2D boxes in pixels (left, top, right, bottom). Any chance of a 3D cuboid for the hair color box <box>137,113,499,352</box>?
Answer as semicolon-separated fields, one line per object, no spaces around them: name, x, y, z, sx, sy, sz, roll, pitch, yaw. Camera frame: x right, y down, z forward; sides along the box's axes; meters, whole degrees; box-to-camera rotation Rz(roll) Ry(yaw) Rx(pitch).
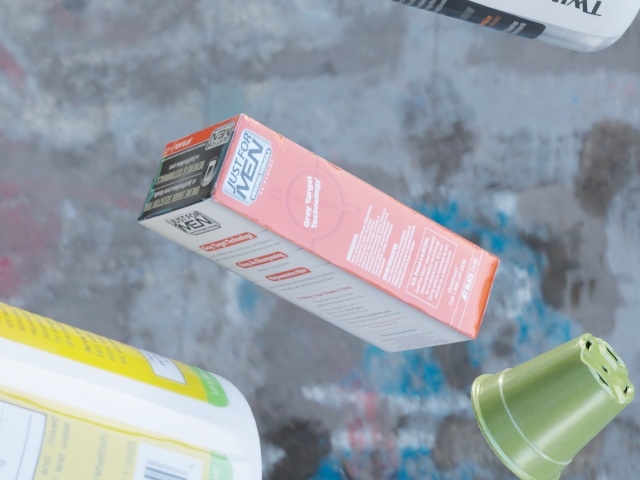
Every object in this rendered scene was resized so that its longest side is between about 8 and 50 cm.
hair color box;0.000;0.000;0.825;0.072;0.141;0.043;-14;53;57

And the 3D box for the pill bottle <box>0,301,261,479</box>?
pill bottle;-0.160;0.086;0.760;0.136;0.245;0.136;-41;38;43

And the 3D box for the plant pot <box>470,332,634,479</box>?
plant pot;0.151;0.100;1.183;0.079;0.083;0.083;-38;55;28

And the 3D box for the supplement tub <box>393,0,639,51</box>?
supplement tub;0.051;-0.242;1.146;0.316;0.193;0.193;14;64;-6
